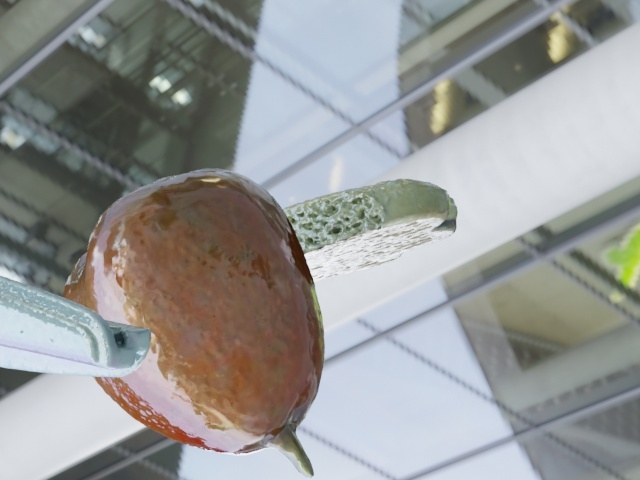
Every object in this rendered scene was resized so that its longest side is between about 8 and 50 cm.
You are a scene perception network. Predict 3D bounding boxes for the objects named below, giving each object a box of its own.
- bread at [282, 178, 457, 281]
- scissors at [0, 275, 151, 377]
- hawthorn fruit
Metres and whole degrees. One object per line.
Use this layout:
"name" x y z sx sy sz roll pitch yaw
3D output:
"bread" 0.000 0.000 1.323 0.207 0.286 0.056 2 -107 -64
"scissors" -0.180 0.029 0.669 0.030 0.256 0.125 0 -82 -55
"hawthorn fruit" -0.078 0.074 1.093 0.199 0.199 0.251 -10 -119 -49
